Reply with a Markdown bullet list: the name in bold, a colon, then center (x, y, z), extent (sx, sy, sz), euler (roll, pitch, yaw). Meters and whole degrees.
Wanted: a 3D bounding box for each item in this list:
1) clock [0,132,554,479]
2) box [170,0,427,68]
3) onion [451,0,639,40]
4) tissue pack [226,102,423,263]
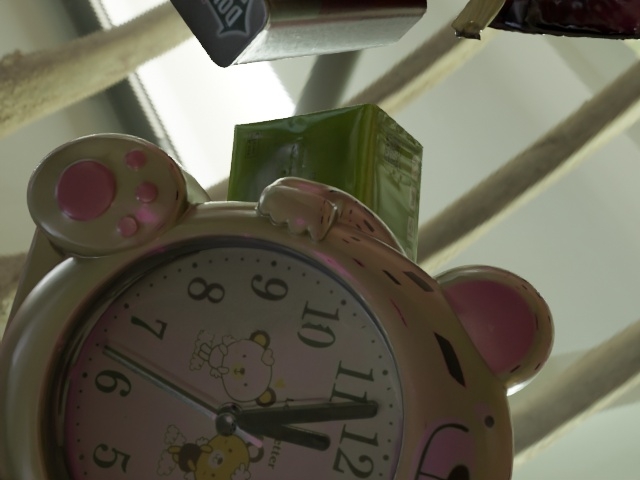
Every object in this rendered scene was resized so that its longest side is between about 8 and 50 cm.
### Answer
- **clock**: center (-0.040, 0.102, 0.606), extent (0.309, 0.114, 0.284), euler (13, -100, 9)
- **box**: center (-0.019, -0.193, 0.785), extent (0.224, 0.069, 0.120), euler (-18, -109, -54)
- **onion**: center (0.232, -0.296, 0.897), extent (0.256, 0.230, 0.272), euler (2, -162, 2)
- **tissue pack**: center (0.000, 0.000, 1.282), extent (0.167, 0.200, 0.275), euler (32, -121, -53)
